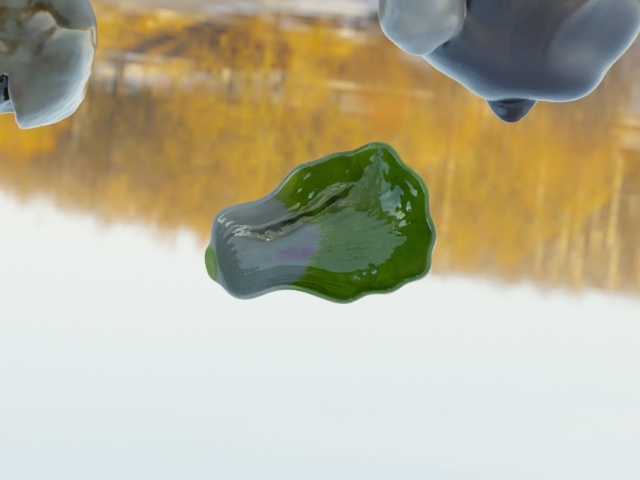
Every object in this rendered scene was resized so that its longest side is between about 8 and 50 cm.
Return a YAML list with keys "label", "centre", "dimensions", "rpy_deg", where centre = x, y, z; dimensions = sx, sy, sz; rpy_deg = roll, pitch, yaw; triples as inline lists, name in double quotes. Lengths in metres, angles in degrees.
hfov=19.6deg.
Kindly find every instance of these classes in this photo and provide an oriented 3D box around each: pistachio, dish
- label: "pistachio"
  centre: [-0.313, -0.216, 1.927]
  dimensions: [0.166, 0.197, 0.288]
  rpy_deg: [16, 173, -6]
- label: "dish"
  centre: [0.000, 0.000, 1.096]
  dimensions: [0.137, 0.091, 0.039]
  rpy_deg: [-15, 165, 1]

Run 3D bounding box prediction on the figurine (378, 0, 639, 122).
- label: "figurine"
  centre: [0.166, -0.241, 1.608]
  dimensions: [0.206, 0.218, 0.365]
  rpy_deg: [37, -170, -10]
